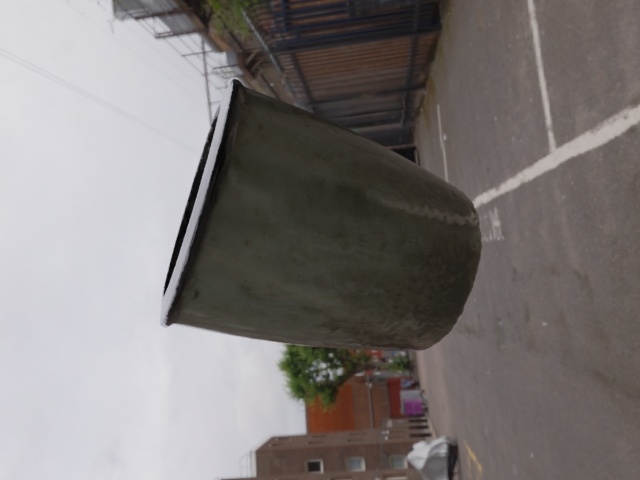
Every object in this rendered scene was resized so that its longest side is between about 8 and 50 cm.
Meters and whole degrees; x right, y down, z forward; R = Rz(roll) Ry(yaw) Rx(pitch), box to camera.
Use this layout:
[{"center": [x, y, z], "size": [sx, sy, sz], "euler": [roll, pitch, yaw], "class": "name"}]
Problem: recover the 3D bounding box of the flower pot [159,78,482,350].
[{"center": [0.000, 0.000, 0.703], "size": [0.293, 0.331, 0.293], "euler": [-163, 90, -76], "class": "flower pot"}]
